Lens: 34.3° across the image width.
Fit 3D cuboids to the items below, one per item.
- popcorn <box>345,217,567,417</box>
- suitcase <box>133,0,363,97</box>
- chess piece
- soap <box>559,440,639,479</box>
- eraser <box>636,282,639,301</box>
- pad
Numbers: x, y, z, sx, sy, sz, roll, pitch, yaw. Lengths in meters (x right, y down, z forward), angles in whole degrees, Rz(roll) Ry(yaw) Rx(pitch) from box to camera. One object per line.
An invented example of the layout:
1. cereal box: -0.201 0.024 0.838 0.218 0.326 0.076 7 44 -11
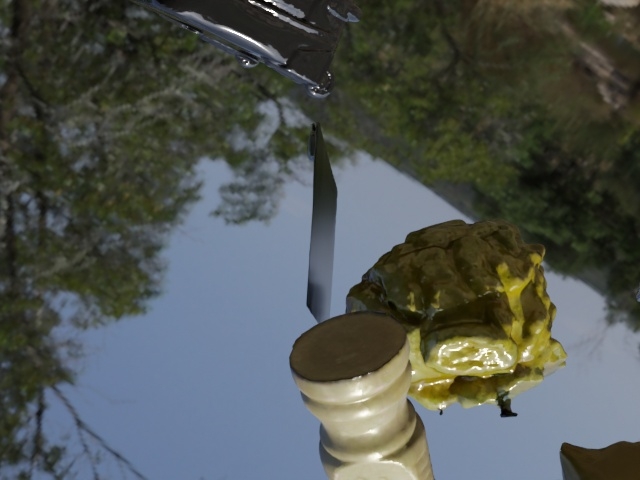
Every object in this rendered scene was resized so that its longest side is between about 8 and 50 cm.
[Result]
1. popcorn: 0.156 0.092 1.149 0.225 0.249 0.249 62 -166 8
2. suitcase: -0.147 -0.374 1.566 0.339 0.188 0.345 19 -170 -31
3. chess piece: 0.042 0.160 0.793 0.090 0.090 0.200 -126 18 -62
4. soap: 0.291 0.275 0.605 0.294 0.335 0.156 2 -141 23
5. eraser: 0.350 0.039 0.643 0.279 0.081 0.124 17 172 10
6. pad: 0.001 0.000 0.983 0.009 0.159 0.265 2 170 5
